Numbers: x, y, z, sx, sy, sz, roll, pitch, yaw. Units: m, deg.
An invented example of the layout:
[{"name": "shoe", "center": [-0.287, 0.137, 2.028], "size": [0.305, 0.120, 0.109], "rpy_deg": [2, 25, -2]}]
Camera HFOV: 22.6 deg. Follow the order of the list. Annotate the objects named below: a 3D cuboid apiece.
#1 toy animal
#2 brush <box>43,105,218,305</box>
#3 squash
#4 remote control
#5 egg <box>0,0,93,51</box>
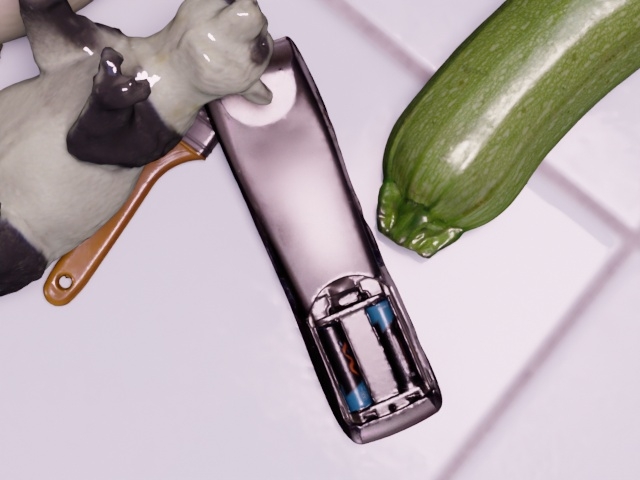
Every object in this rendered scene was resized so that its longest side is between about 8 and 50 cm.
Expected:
[{"name": "toy animal", "center": [-0.121, -0.051, 0.762], "size": [0.225, 0.121, 0.094], "rpy_deg": [-39, 63, 13]}, {"name": "brush", "center": [-0.090, -0.036, 0.827], "size": [0.043, 0.014, 0.170], "rpy_deg": [36, 89, 4]}, {"name": "squash", "center": [0.107, -0.081, 0.799], "size": [0.077, 0.068, 0.219], "rpy_deg": [43, 89, -3]}, {"name": "remote control", "center": [0.000, 0.000, 0.811], "size": [0.059, 0.028, 0.212], "rpy_deg": [-23, 93, 2]}, {"name": "egg", "center": [-0.159, -0.230, 0.749], "size": [0.206, 0.162, 0.271], "rpy_deg": [-11, 91, -10]}]
